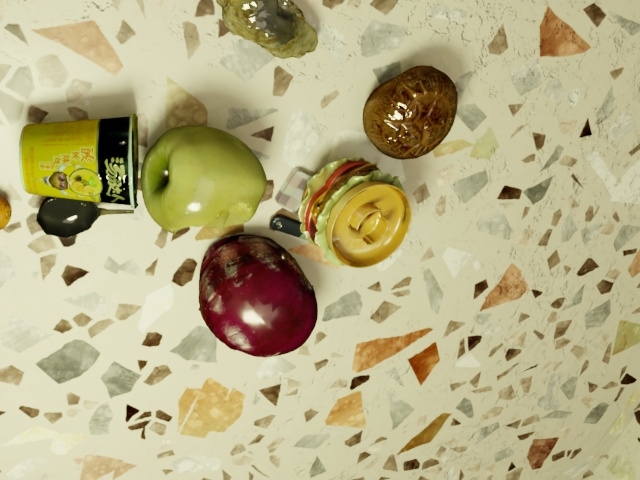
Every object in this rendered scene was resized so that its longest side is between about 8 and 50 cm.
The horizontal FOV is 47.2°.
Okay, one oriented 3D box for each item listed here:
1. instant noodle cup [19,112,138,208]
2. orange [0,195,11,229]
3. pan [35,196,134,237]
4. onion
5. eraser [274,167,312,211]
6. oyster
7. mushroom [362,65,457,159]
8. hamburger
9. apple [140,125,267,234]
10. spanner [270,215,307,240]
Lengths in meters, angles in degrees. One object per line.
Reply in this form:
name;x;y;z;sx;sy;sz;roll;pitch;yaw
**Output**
instant noodle cup;-0.511;-0.174;1.574;0.236;0.215;0.215;1;117;-11
orange;-0.722;-0.062;1.612;0.084;0.083;0.083;-10;120;-17
pan;-0.553;-0.061;1.697;0.202;0.048;0.128;15;125;-40
onion;-0.160;0.162;1.862;0.282;0.260;0.336;-33;125;4
eraser;-0.066;-0.129;1.870;0.065;0.026;0.105;25;106;-34
oyster;-0.137;-0.516;1.575;0.166;0.110;0.341;-34;124;-2
mushroom;0.227;-0.313;1.815;0.253;0.153;0.253;-15;132;-17
hamburger;0.075;-0.079;1.839;0.274;0.212;0.274;-17;126;-25
apple;-0.268;-0.133;1.648;0.279;0.279;0.279;-10;120;-17
spanner;0.000;0.000;1.971;0.316;0.024;0.087;19;115;-29
